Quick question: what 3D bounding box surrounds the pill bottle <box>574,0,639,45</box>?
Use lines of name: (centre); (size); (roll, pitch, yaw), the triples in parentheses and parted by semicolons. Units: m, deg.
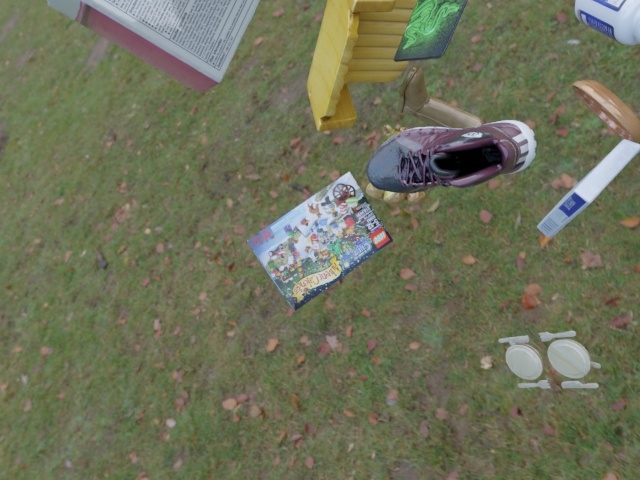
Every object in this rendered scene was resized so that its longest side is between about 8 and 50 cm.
pill bottle: (0.597, -0.444, 1.013); (0.112, 0.112, 0.187); (-38, 44, 13)

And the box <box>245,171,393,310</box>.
box: (0.000, 0.000, 0.991); (0.233, 0.159, 0.044); (-35, 6, -9)

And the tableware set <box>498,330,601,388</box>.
tableware set: (0.494, 0.254, 1.138); (0.194, 0.039, 0.128); (-22, 91, 53)

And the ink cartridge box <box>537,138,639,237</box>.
ink cartridge box: (0.589, -0.124, 1.132); (0.224, 0.223, 0.045); (-41, 74, -10)

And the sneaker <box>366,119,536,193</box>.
sneaker: (0.165, -0.122, 0.796); (0.281, 0.162, 0.107); (-8, 101, 36)

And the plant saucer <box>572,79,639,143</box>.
plant saucer: (0.663, -0.300, 1.202); (0.037, 0.200, 0.200); (-45, 44, 22)

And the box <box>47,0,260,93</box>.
box: (-0.217, -0.324, 0.697); (0.149, 0.232, 0.127); (-65, 26, -4)

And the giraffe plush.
giraffe plush: (0.223, -0.221, 1.447); (0.181, 0.171, 0.210); (4, 40, 2)

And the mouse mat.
mouse mat: (0.182, -0.363, 0.842); (0.153, 0.007, 0.190); (-68, 19, 10)

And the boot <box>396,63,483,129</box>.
boot: (0.378, -0.415, 1.623); (0.269, 0.236, 0.089); (30, 82, 9)

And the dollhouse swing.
dollhouse swing: (0.155, -0.486, 1.361); (0.347, 0.304, 0.315); (111, 156, -44)
